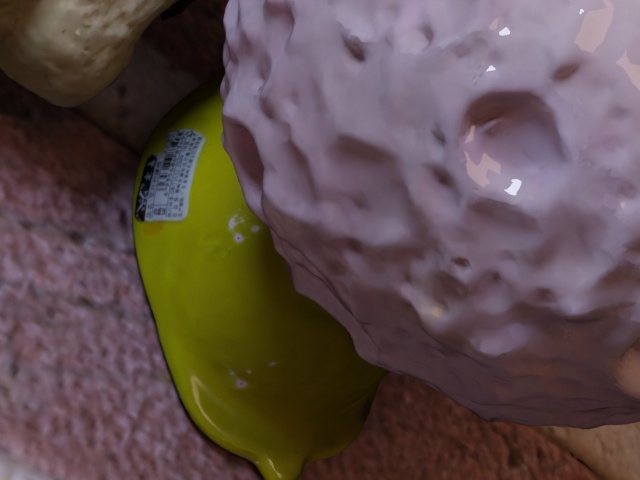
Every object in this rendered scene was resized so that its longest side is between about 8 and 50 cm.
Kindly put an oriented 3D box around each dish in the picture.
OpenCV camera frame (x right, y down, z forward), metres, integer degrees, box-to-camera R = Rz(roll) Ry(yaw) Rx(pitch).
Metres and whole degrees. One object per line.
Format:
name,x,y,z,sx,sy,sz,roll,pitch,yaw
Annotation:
dish,0.000,0.000,0.676,0.149,0.080,0.207,8,69,-36

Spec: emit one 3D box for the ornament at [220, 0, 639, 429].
ornament,0.089,-0.056,0.565,0.259,0.225,0.259,12,67,-31

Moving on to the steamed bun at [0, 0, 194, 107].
steamed bun,-0.104,-0.136,0.602,0.172,0.141,0.155,23,83,-37
